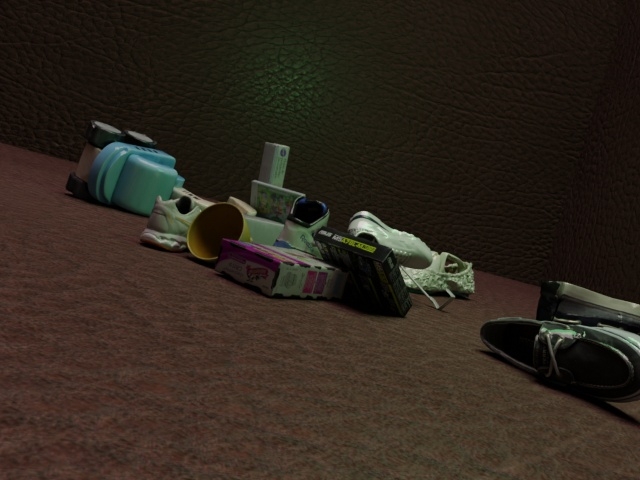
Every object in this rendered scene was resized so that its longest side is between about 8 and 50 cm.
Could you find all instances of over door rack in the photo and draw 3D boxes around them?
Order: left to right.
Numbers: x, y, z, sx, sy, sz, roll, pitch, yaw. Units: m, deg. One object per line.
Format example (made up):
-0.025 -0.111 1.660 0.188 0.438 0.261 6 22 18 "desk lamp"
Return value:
0.147 0.089 1.594 0.239 0.108 0.324 11 21 -47 "over door rack"

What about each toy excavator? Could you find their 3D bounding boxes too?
-0.468 -0.149 1.886 0.445 0.223 0.433 31 12 22 "toy excavator"

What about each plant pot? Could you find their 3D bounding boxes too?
-0.202 0.001 1.313 0.134 0.134 0.095 18 -19 30 "plant pot"

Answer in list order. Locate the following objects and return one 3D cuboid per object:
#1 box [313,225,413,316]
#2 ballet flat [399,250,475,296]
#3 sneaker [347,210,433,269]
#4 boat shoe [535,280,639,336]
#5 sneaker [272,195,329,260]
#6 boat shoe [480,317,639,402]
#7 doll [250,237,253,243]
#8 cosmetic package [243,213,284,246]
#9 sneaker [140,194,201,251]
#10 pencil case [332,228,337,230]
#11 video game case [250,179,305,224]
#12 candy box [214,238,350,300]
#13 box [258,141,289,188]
0.091 0.066 1.302 0.184 0.045 0.191 16 -33 37 "box"
0.356 0.097 1.939 0.146 0.147 0.408 19 6 41 "ballet flat"
0.169 0.022 1.519 0.234 0.090 0.095 25 32 -9 "sneaker"
0.631 0.206 1.366 0.340 0.158 0.127 17 -3 -3 "boat shoe"
-0.019 -0.023 1.723 0.127 0.182 0.315 25 9 19 "sneaker"
0.407 0.200 1.053 0.119 0.121 0.335 5 -2 -26 "boat shoe"
-0.188 0.018 1.447 0.129 0.046 0.189 43 7 -10 "doll"
-0.217 -0.033 1.858 0.117 0.086 0.231 19 4 44 "cosmetic package"
-0.289 -0.038 1.395 0.099 0.121 0.262 17 3 22 "sneaker"
0.000 0.000 2.142 0.104 0.105 0.236 17 3 22 "pencil case"
-0.143 -0.076 1.970 0.212 0.194 0.023 18 22 33 "video game case"
-0.072 0.061 1.238 0.159 0.071 0.233 20 6 37 "candy box"
-0.174 -0.163 2.071 0.063 0.324 0.067 3 11 -46 "box"
